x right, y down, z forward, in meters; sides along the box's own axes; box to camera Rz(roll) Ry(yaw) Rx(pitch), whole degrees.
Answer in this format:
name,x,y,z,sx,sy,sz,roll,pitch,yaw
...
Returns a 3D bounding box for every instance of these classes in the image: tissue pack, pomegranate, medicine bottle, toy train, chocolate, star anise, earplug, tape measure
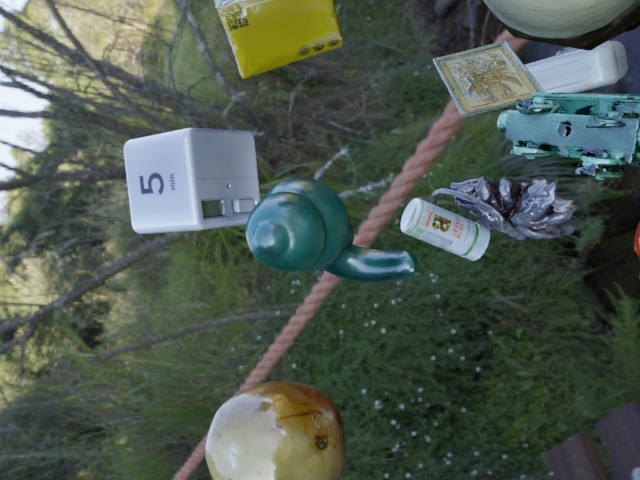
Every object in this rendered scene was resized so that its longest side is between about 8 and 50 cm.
name,x,y,z,sx,sy,sz,roll,pitch,yaw
tissue pack,-0.062,-0.330,0.918,0.082,0.169,0.119,-107,0,-49
pomegranate,-0.100,0.452,1.330,0.319,0.320,0.318,-174,90,-73
medicine bottle,0.277,-0.025,1.363,0.086,0.184,0.086,-159,90,-77
toy train,0.392,-0.158,0.900,0.269,0.155,0.115,22,116,55
chocolate,0.388,-0.470,0.923,0.297,0.327,0.313,-54,-21,-72
star anise,0.437,-0.066,1.425,0.139,0.316,0.359,-66,5,-13
earplug,-0.001,0.008,1.029,0.164,0.280,0.257,-46,73,27
tape measure,0.706,-0.478,1.719,0.258,0.265,0.130,-9,102,41

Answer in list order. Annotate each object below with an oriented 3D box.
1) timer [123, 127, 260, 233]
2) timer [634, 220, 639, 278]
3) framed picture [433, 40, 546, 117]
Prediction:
name,x,y,z,sx,sy,sz,roll,pitch,yaw
timer,-0.258,-0.119,1.245,0.195,0.192,0.194,-1,95,36
timer,1.034,0.067,1.668,0.279,0.378,0.377,-7,75,37
framed picture,0.348,-0.345,1.289,0.010,0.173,0.231,74,-177,-45
